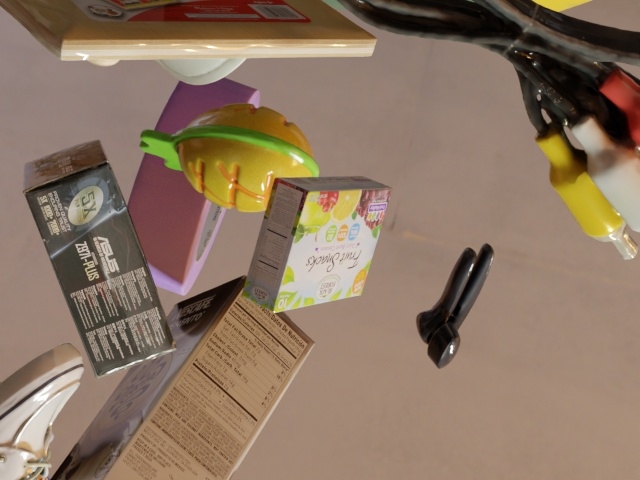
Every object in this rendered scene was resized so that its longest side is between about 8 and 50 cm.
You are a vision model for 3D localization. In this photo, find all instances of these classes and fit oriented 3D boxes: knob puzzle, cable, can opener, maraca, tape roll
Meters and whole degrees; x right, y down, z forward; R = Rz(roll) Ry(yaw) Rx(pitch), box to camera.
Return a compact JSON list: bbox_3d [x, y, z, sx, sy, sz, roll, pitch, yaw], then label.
[{"bbox_3d":[-0.095,-0.129,0.581,0.213,0.030,0.213,11,-152,-6],"label":"knob puzzle"},{"bbox_3d":[0.130,-0.097,0.631,0.287,0.139,0.072,34,-129,-17],"label":"cable"},{"bbox_3d":[0.167,0.072,1.332,0.059,0.186,0.073,-15,-129,-36],"label":"can opener"},{"bbox_3d":[-0.088,-0.079,1.053,0.185,0.127,0.099,5,-111,32],"label":"maraca"},{"bbox_3d":[-0.163,-0.074,1.389,0.090,0.275,0.275,21,-140,-1],"label":"tape roll"}]

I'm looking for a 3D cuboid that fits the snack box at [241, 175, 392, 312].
[{"bbox_3d":[0.000,0.000,0.898,0.037,0.100,0.141,25,-164,27],"label":"snack box"}]

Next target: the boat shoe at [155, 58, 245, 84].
[{"bbox_3d":[-0.052,-0.214,0.758,0.109,0.305,0.091,38,-122,-1],"label":"boat shoe"}]

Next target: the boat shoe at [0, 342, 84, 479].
[{"bbox_3d":[-0.255,0.176,0.918,0.076,0.226,0.083,50,-153,10],"label":"boat shoe"}]

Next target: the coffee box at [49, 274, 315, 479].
[{"bbox_3d":[-0.155,0.195,1.188,0.119,0.168,0.297,44,-126,-16],"label":"coffee box"}]

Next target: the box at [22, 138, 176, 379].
[{"bbox_3d":[-0.202,0.011,1.005,0.077,0.180,0.147,-20,-164,-9],"label":"box"}]

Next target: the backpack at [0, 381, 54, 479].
[{"bbox_3d":[-0.525,0.285,1.561,0.276,0.263,0.213,9,-118,23],"label":"backpack"}]

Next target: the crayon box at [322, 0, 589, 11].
[{"bbox_3d":[0.107,-0.407,1.077,0.313,0.363,0.106,-5,178,-37],"label":"crayon box"}]
